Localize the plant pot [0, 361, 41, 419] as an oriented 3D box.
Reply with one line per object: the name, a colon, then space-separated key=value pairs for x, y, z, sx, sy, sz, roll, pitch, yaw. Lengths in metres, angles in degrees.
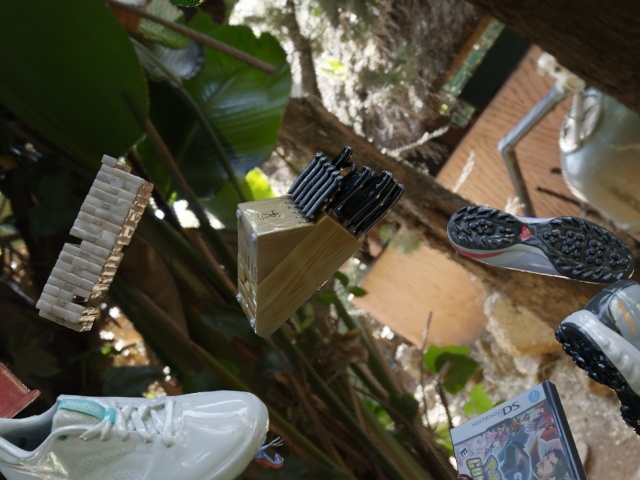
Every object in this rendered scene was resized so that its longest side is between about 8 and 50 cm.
plant pot: x=-0.545 y=0.174 z=0.837 sx=0.272 sy=0.265 sz=0.272 roll=-36 pitch=5 yaw=4

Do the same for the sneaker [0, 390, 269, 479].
sneaker: x=-0.146 y=0.140 z=0.488 sx=0.212 sy=0.094 sz=0.080 roll=-16 pitch=37 yaw=11

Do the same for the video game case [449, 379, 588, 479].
video game case: x=0.373 y=0.438 z=1.295 sx=0.248 sy=0.035 sz=0.274 roll=-38 pitch=36 yaw=30

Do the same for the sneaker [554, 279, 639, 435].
sneaker: x=0.379 y=0.157 z=0.753 sx=0.108 sy=0.271 sz=0.100 roll=-44 pitch=19 yaw=-10

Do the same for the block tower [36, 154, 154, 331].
block tower: x=-0.436 y=0.008 z=1.332 sx=0.091 sy=0.097 sz=0.335 roll=81 pitch=-150 yaw=-86

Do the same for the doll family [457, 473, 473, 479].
doll family: x=0.184 y=0.408 z=1.016 sx=0.111 sy=0.076 sz=0.193 roll=-56 pitch=9 yaw=-22

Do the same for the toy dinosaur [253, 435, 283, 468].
toy dinosaur: x=-0.094 y=0.301 z=0.963 sx=0.090 sy=0.082 sz=0.047 roll=-39 pitch=2 yaw=-6

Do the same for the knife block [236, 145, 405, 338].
knife block: x=0.000 y=0.000 z=1.029 sx=0.242 sy=0.088 sz=0.275 roll=-11 pitch=-52 yaw=-21

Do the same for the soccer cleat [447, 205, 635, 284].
soccer cleat: x=0.389 y=0.013 z=1.220 sx=0.116 sy=0.319 sz=0.108 roll=51 pitch=-127 yaw=-68

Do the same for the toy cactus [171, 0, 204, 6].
toy cactus: x=-0.116 y=-0.231 z=0.347 sx=0.112 sy=0.181 sz=0.218 roll=-150 pitch=54 yaw=-63
